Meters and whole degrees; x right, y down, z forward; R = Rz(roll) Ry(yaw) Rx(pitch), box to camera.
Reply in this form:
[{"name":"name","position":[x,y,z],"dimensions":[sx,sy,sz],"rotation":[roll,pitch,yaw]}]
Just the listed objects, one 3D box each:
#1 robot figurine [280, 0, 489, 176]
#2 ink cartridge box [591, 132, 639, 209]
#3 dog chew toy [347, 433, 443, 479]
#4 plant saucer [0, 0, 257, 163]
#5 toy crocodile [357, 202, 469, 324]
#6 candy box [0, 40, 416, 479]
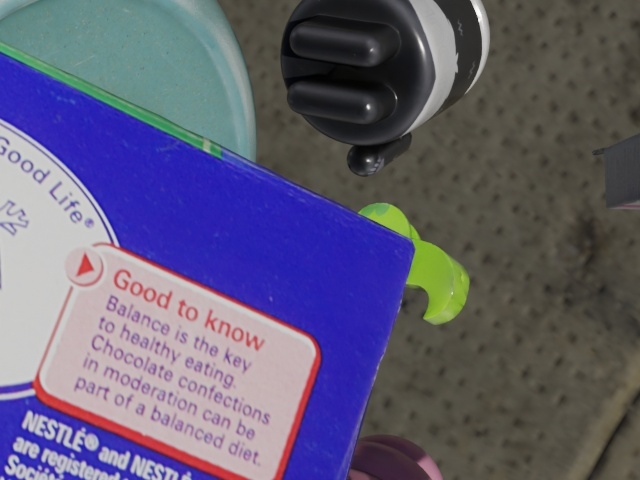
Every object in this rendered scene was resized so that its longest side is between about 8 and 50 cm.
[{"name":"robot figurine","position":[0.063,-0.194,1.827],"dimensions":[0.173,0.278,0.209],"rotation":[47,120,5]},{"name":"ink cartridge box","position":[0.417,-0.053,1.536],"dimensions":[0.324,0.330,0.071],"rotation":[1,88,0]},{"name":"dog chew toy","position":[0.034,0.290,1.759],"dimensions":[0.206,0.332,0.207],"rotation":[5,108,17]},{"name":"plant saucer","position":[-0.157,-0.037,1.100],"dimensions":[0.043,0.317,0.318],"rotation":[24,85,47]},{"name":"toy crocodile","position":[0.000,0.000,1.951],"dimensions":[0.340,0.115,0.105],"rotation":[16,83,12]},{"name":"candy box","position":[-0.168,0.026,0.459],"dimensions":[0.317,0.268,0.122],"rotation":[-26,41,62]}]
